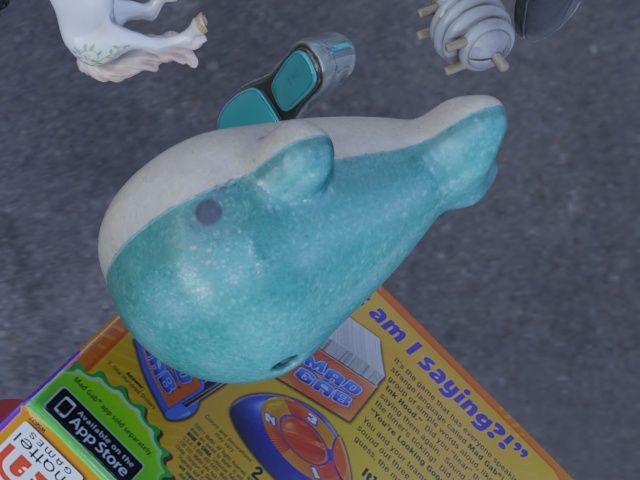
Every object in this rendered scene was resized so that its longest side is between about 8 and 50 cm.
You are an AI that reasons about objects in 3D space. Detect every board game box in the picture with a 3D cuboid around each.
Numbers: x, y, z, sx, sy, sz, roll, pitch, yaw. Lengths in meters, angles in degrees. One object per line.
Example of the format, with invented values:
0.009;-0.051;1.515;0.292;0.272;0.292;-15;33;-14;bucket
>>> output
-0.091;0.241;1.298;0.356;0.356;0.356;45;38;-2;board game box

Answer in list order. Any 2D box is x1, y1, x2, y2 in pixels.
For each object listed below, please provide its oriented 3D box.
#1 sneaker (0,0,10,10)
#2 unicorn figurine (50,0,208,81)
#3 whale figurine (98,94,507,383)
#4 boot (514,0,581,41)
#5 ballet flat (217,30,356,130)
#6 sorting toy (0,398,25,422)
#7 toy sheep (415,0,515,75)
-0.372;-0.218;1.589;0.146;0.293;0.102;-16;79;-39;sneaker
-0.128;-0.148;0.904;0.111;0.060;0.162;-12;121;7;unicorn figurine
0.000;0.000;1.056;0.272;0.216;0.141;-19;69;-8;whale figurine
0.238;-0.280;1.556;0.076;0.208;0.189;43;97;17;boot
-0.029;-0.145;1.668;0.068;0.213;0.072;-26;85;-34;ballet flat
-0.448;0.243;1.786;0.127;0.366;0.126;-67;158;-60;sorting toy
0.152;-0.213;1.696;0.091;0.091;0.132;-7;51;-33;toy sheep
